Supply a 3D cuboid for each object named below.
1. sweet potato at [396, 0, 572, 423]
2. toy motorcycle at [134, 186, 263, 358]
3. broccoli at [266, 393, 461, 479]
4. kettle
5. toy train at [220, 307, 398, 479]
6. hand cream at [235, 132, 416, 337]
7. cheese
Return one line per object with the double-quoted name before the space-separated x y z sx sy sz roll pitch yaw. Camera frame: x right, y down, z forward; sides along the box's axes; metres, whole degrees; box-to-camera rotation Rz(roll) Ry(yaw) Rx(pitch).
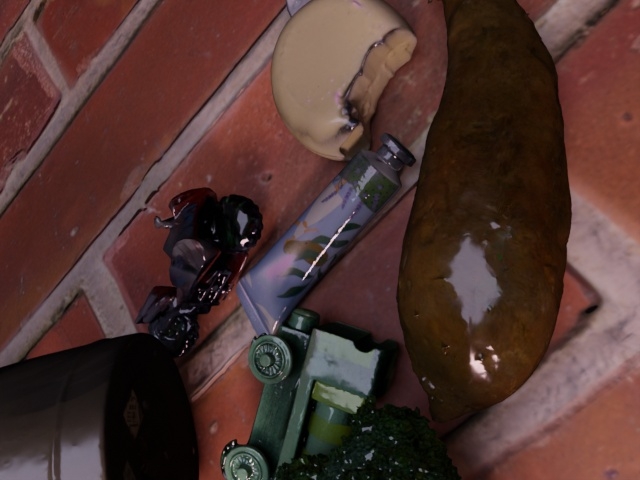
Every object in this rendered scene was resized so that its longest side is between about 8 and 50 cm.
"sweet potato" 0.135 -0.067 0.412 0.130 0.130 0.423 -2 74 28
"toy motorcycle" -0.154 0.028 0.572 0.122 0.082 0.213 38 103 30
"broccoli" 0.047 0.265 0.339 0.269 0.241 0.262 33 107 32
"kettle" -0.305 0.256 0.442 0.323 0.229 0.321 -12 30 1
"toy train" -0.012 0.171 0.474 0.132 0.083 0.200 15 94 21
"hand cream" 0.000 0.000 0.517 0.256 0.055 0.088 -49 59 21
"cheese" -0.009 -0.207 0.537 0.163 0.070 0.249 -49 64 12
